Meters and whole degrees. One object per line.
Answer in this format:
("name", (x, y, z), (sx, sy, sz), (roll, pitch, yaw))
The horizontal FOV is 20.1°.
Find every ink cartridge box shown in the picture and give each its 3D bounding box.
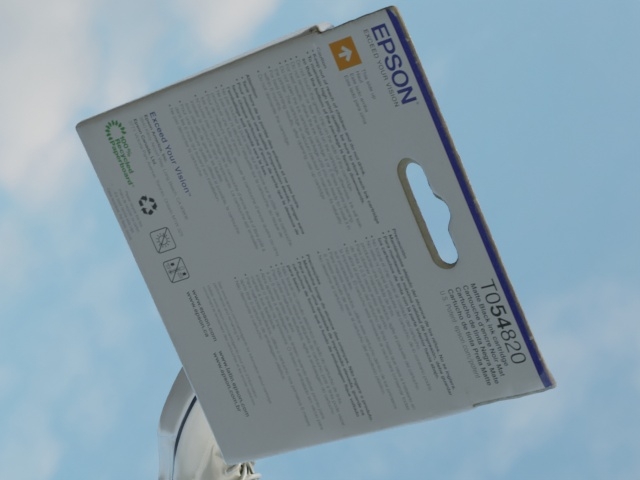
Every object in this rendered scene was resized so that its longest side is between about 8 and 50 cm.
("ink cartridge box", (0.000, 0.000, 0.985), (0.224, 0.223, 0.045), (-16, -168, 33))

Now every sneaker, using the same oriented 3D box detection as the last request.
("sneaker", (-0.097, 0.204, 1.677), (0.091, 0.258, 0.094), (23, -142, 18))
